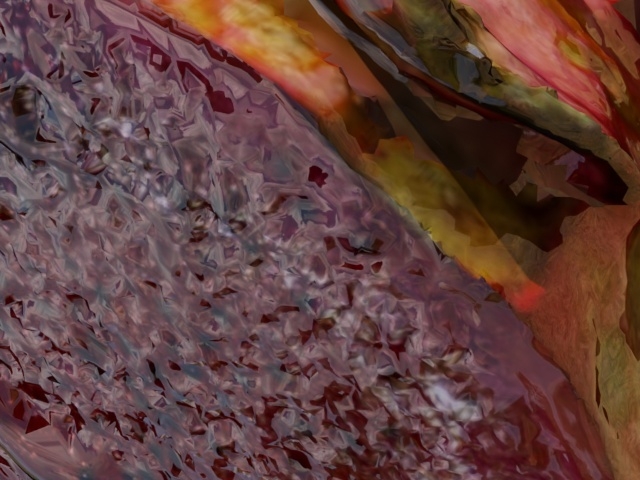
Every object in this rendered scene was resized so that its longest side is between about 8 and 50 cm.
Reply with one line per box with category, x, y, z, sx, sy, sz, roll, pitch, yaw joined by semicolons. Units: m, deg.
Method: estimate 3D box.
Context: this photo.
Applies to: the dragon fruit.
dragon fruit;0.000;0.000;0.583;0.249;0.371;0.386;-47;-50;-33
